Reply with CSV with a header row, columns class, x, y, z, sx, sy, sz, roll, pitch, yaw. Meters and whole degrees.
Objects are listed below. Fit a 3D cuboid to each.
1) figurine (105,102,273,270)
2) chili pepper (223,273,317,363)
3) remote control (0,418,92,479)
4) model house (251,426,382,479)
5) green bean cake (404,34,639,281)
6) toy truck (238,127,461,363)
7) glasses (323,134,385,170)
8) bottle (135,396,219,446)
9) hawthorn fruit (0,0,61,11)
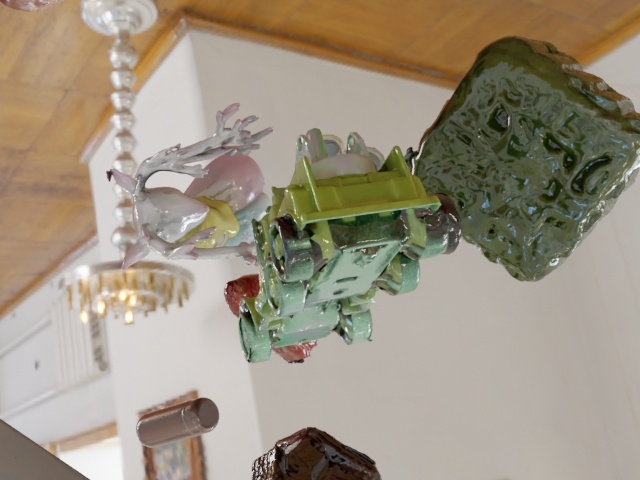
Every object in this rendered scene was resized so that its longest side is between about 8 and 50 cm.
class,x,y,z,sx,sy,sz,roll,pitch,yaw
figurine,-0.162,-0.062,1.054,0.284,0.206,0.316,-14,-174,18
chili pepper,-0.101,0.131,1.480,0.136,0.144,0.252,29,168,47
remote control,-0.353,0.262,0.851,0.261,0.067,0.029,39,130,-12
model house,-0.001,0.349,0.972,0.164,0.203,0.141,-45,157,-59
green bean cake,0.266,-0.108,0.945,0.156,0.247,0.250,-20,147,-55
toy truck,0.000,0.004,0.608,0.128,0.135,0.259,-9,153,-18
glasses,0.075,-0.157,1.584,0.190,0.088,0.220,16,-163,-18
bottle,-0.211,0.268,1.076,0.140,0.053,0.053,-23,160,35
hawthorn fruit,-0.530,-0.542,1.313,0.265,0.265,0.307,-4,177,-23
